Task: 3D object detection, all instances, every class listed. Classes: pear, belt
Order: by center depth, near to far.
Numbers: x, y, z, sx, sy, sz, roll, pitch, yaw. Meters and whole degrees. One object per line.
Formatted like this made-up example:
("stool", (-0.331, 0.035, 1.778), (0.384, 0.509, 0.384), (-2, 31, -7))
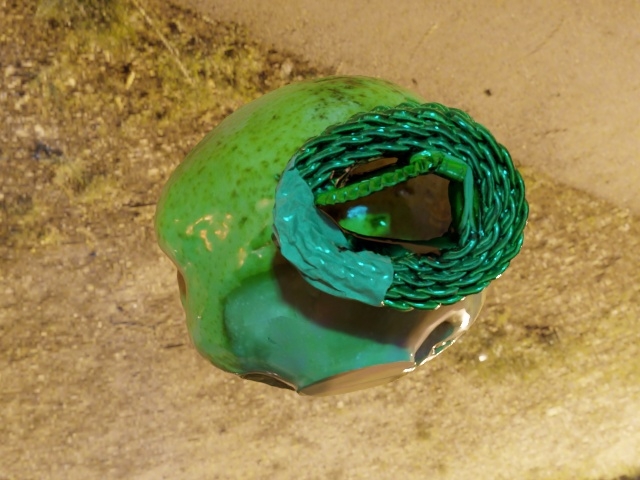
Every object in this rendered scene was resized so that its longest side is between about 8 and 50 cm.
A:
("belt", (0.043, -0.018, 0.469), (0.151, 0.079, 0.121), (-1, 105, 5))
("pear", (0.000, 0.000, 0.652), (0.271, 0.271, 0.271), (-11, 149, -7))
